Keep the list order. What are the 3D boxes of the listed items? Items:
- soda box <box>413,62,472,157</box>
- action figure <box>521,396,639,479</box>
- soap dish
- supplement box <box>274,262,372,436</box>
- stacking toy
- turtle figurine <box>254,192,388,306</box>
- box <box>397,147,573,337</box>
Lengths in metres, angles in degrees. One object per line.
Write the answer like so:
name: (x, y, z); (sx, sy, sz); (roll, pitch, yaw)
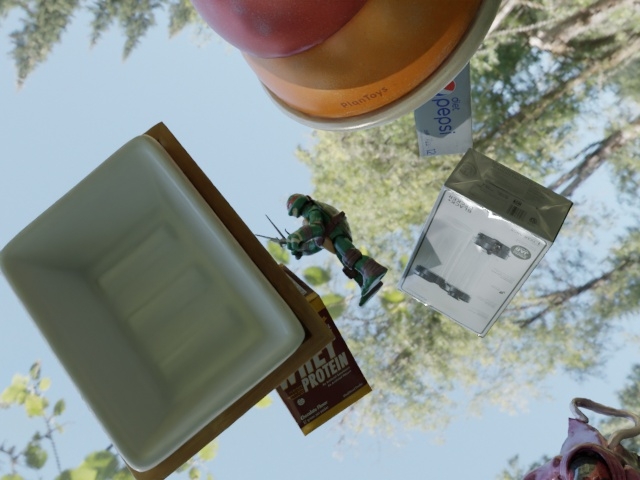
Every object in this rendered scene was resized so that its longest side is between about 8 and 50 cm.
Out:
soda box: (0.199, -0.255, 1.164); (0.286, 0.098, 0.091); (65, -156, -59)
action figure: (0.446, 0.365, 1.069); (0.370, 0.248, 0.275); (38, -116, -54)
soap dish: (-0.157, 0.059, 0.710); (0.290, 0.229, 0.118); (50, -179, 15)
supplement box: (-0.044, 0.168, 1.137); (0.191, 0.129, 0.194); (62, 169, -21)
stacking toy: (-0.062, -0.328, 0.657); (0.480, 0.351, 0.350); (17, -143, -52)
turtle figurine: (0.000, 0.000, 1.117); (0.234, 0.118, 0.175); (41, -178, 15)
box: (0.235, 0.014, 1.067); (0.169, 0.289, 0.087); (29, -123, 12)
